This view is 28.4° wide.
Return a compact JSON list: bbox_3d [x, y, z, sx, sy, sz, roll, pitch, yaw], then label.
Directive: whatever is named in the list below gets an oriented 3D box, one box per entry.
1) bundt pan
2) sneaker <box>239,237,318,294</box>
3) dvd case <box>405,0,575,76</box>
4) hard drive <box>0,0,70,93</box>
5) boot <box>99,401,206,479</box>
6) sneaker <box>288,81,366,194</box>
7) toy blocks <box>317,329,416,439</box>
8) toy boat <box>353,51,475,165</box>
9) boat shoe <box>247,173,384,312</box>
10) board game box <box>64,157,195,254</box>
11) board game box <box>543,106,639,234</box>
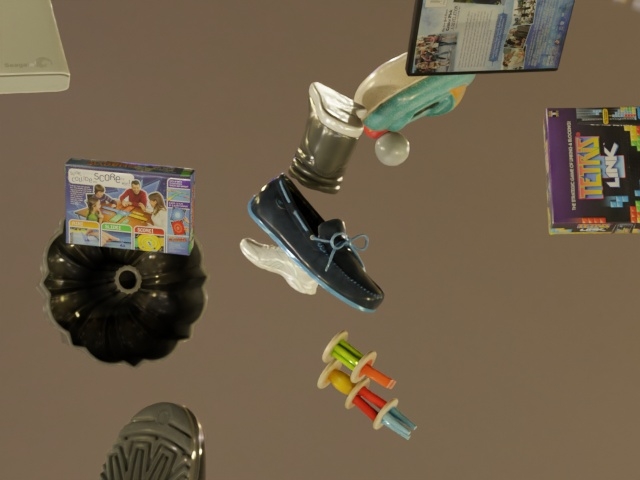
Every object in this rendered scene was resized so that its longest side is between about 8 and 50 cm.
[{"bbox_3d":[-0.380,0.079,2.366,0.331,0.330,0.124,-2,173,-29],"label":"bundt pan"},{"bbox_3d":[-0.062,0.029,2.102,0.152,0.061,0.054,29,-162,12],"label":"sneaker"},{"bbox_3d":[0.263,-0.335,1.951,0.253,0.180,0.022,-4,-137,-11],"label":"dvd case"},{"bbox_3d":[-0.499,-0.338,1.859,0.203,0.040,0.307,-5,-127,-22],"label":"hard drive"},{"bbox_3d":[-0.149,0.448,1.850,0.146,0.366,0.445,7,168,31],"label":"boot"},{"bbox_3d":[0.003,-0.167,2.099,0.105,0.146,0.295,24,-163,-8],"label":"sneaker"},{"bbox_3d":[0.072,0.204,1.736,0.148,0.123,0.054,34,-124,18],"label":"toy blocks"},{"bbox_3d":[0.166,-0.251,2.356,0.267,0.318,0.148,-29,-95,-27],"label":"toy boat"},{"bbox_3d":[0.000,0.000,1.871,0.258,0.089,0.109,41,-167,13],"label":"boat shoe"},{"bbox_3d":[-0.300,-0.054,1.991,0.201,0.136,0.035,6,-158,4],"label":"board game box"},{"bbox_3d":[0.376,-0.095,1.704,0.141,0.170,0.048,-1,161,2],"label":"board game box"}]
